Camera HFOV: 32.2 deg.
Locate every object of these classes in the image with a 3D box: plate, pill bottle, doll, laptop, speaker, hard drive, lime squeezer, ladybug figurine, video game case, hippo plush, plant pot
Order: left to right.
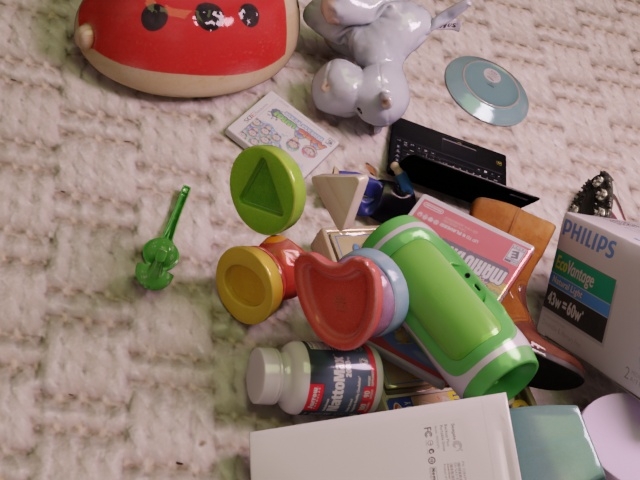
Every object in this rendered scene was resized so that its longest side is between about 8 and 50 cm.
[{"bbox_3d":[-0.240,0.008,1.659,0.059,0.109,0.310,6,20,-1],"label":"lime squeezer"},{"bbox_3d":[-0.218,-0.400,1.939,0.449,0.162,0.305,-22,67,-36],"label":"ladybug figurine"},{"bbox_3d":[-0.065,-0.179,1.936,0.157,0.019,0.143,38,48,5],"label":"video game case"},{"bbox_3d":[-0.010,0.200,1.608,0.180,0.108,0.108,5,53,-22],"label":"pill bottle"},{"bbox_3d":[0.099,-0.316,2.036,0.294,0.234,0.236,10,81,0],"label":"hippo plush"},{"bbox_3d":[0.106,-0.073,1.884,0.189,0.129,0.046,16,11,-6],"label":"doll"},{"bbox_3d":[0.086,0.338,1.450,0.353,0.047,0.233,-10,59,8],"label":"hard drive"},{"bbox_3d":[0.173,0.071,1.713,0.204,0.025,0.285,27,62,21],"label":"video game case"},{"bbox_3d":[0.180,0.100,1.602,0.131,0.131,0.296,-15,53,-34],"label":"speaker"},{"bbox_3d":[0.249,-0.149,1.962,0.234,0.136,0.264,19,42,-9],"label":"laptop"},{"bbox_3d":[0.339,-0.307,2.228,0.188,0.024,0.188,12,51,-16],"label":"plate"},{"bbox_3d":[0.265,0.325,1.531,0.234,0.165,0.165,-21,58,6],"label":"plant pot"}]

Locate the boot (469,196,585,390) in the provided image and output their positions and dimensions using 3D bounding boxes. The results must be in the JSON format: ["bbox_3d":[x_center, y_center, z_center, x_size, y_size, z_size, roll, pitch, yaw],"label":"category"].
[{"bbox_3d":[0.330,0.084,1.797,0.264,0.096,0.280,21,53,8],"label":"boot"}]

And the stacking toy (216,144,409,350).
[{"bbox_3d":[0.000,0.000,1.615,0.309,0.279,0.130,16,23,38],"label":"stacking toy"}]

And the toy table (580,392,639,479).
[{"bbox_3d":[0.473,0.345,1.692,0.274,0.161,0.252,20,48,-11],"label":"toy table"}]

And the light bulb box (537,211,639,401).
[{"bbox_3d":[0.604,0.118,1.780,0.361,0.225,0.358,7,13,-21],"label":"light bulb box"}]

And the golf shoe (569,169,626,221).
[{"bbox_3d":[0.529,0.000,2.046,0.120,0.105,0.272,25,52,-27],"label":"golf shoe"}]

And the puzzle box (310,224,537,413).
[{"bbox_3d":[0.167,0.150,1.770,0.272,0.052,0.408,-4,57,-27],"label":"puzzle box"}]
